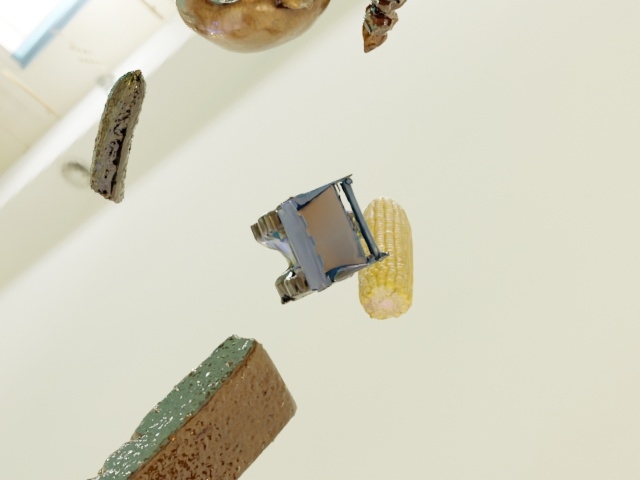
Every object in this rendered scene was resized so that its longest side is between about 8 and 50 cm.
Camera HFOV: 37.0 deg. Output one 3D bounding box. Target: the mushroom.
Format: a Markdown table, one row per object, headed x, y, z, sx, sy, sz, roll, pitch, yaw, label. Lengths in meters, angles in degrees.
| x | y | z | sx | sy | sz | roll | pitch | yaw | label |
| --- | --- | --- | --- | --- | --- | --- | --- | --- | --- |
| -0.082 | -0.375 | 1.366 | 0.263 | 0.195 | 0.283 | -30 | -161 | -13 | mushroom |

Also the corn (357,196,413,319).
| x | y | z | sx | sy | sz | roll | pitch | yaw | label |
| --- | --- | --- | --- | --- | --- | --- | --- | --- | --- |
| 0.093 | 0.022 | 1.370 | 0.081 | 0.081 | 0.248 | -38 | -156 | 24 | corn |

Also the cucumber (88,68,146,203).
| x | y | z | sx | sy | sz | roll | pitch | yaw | label |
| --- | --- | --- | --- | --- | --- | --- | --- | --- | --- |
| -0.321 | -0.164 | 1.502 | 0.067 | 0.067 | 0.245 | -84 | -170 | -53 | cucumber |

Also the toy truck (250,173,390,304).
| x | y | z | sx | sy | sz | roll | pitch | yaw | label |
| --- | --- | --- | --- | --- | --- | --- | --- | --- | --- |
| 0.000 | 0.000 | 1.138 | 0.126 | 0.113 | 0.208 | -24 | 179 | -12 | toy truck |

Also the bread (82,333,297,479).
| x | y | z | sx | sy | sz | roll | pitch | yaw | label |
| --- | --- | --- | --- | --- | --- | --- | --- | --- | --- |
| -0.206 | 0.322 | 1.401 | 0.113 | 0.165 | 0.416 | 4 | -143 | 43 | bread |

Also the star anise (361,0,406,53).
| x | y | z | sx | sy | sz | roll | pitch | yaw | label |
| --- | --- | --- | --- | --- | --- | --- | --- | --- | --- |
| 0.103 | -0.363 | 1.463 | 0.168 | 0.057 | 0.168 | -57 | -177 | 5 | star anise |
